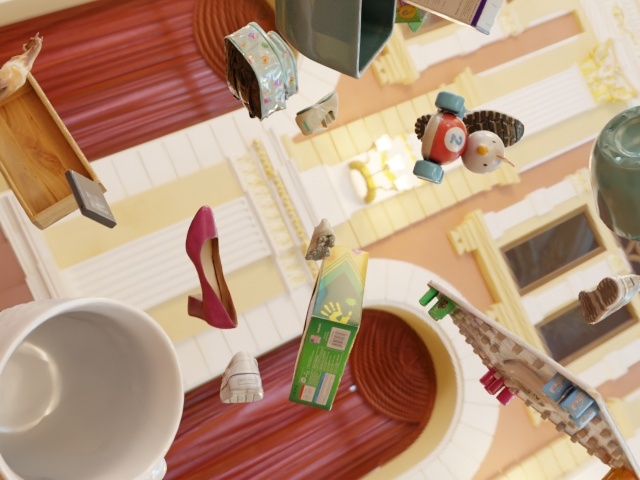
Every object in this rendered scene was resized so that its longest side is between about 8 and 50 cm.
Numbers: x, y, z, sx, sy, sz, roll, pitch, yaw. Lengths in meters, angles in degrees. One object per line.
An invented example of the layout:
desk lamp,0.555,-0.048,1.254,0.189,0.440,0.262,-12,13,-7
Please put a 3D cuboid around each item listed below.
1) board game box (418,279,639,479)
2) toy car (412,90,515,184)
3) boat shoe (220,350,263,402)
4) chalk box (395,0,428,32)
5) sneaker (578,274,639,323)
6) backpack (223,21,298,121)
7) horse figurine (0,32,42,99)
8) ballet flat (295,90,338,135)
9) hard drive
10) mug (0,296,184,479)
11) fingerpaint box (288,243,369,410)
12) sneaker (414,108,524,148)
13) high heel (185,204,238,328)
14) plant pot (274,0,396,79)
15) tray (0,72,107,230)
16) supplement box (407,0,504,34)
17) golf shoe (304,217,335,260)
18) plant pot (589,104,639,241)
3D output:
board game box,0.379,0.275,1.174,0.390,0.050,0.390,50,-8,-37
toy car,0.385,-0.236,1.645,0.210,0.238,0.219,-4,111,-76
boat shoe,-0.147,0.265,1.244,0.226,0.083,0.075,126,-37,-63
chalk box,0.239,-0.761,1.907,0.179,0.180,0.289,12,-33,37
sneaker,0.842,0.171,1.861,0.281,0.116,0.105,96,-18,-72
backpack,-0.134,-0.380,1.417,0.165,0.145,0.188,54,-9,21
horse figurine,-0.770,-0.396,1.568,0.066,0.175,0.263,54,19,-30
ballet flat,0.001,-0.349,1.792,0.086,0.248,0.086,11,-61,20
hard drive,-0.515,-0.093,1.444,0.135,0.022,0.094,56,11,32
mug,-0.385,0.260,0.981,0.328,0.276,0.374,-7,-51,44
fingerpaint box,0.025,0.297,2.230,0.371,0.163,0.444,-77,-179,-50
sneaker,0.470,-0.365,2.010,0.330,0.147,0.129,9,-62,23
high heel,-0.314,0.085,1.985,0.182,0.127,0.376,12,-71,27
plant pot,0.027,-0.580,1.560,0.253,0.247,0.247,19,-40,17
tray,-0.778,-0.247,1.753,0.410,0.203,0.076,54,-11,14
supplement box,0.251,-0.510,1.292,0.220,0.111,0.113,29,-69,21
golf shoe,0.000,0.000,1.890,0.176,0.069,0.085,127,-36,-55
plant pot,0.772,-0.177,1.506,0.235,0.293,0.293,43,3,-46
